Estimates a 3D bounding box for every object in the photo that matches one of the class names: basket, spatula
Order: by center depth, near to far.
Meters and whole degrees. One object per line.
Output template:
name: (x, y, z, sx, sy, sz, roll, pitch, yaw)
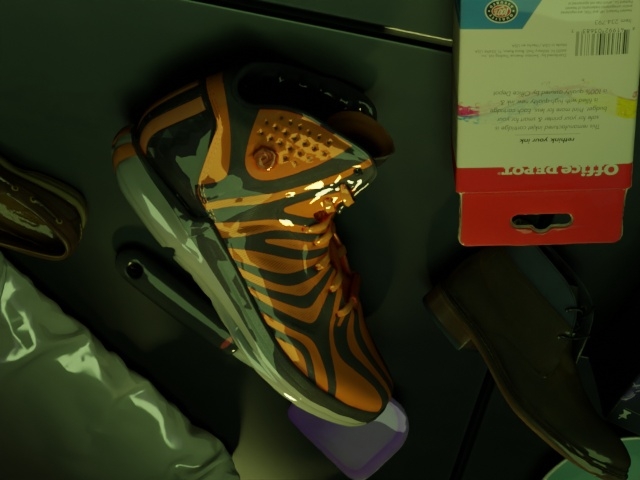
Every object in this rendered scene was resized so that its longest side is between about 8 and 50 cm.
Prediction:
basket: (-0.263, 0.252, 1.462, 0.266, 0.328, 0.331, -34, 118, 23)
spatula: (-0.050, 0.095, 1.538, 0.296, 0.030, 0.084, 37, 113, -21)

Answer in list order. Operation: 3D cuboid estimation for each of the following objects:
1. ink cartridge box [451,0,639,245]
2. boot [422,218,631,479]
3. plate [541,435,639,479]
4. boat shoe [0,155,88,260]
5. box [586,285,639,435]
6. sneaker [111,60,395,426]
ink cartridge box: (0.166, -0.112, 1.387, 0.134, 0.078, 0.231, -1, 122, -1)
boot: (0.187, 0.086, 1.464, 0.219, 0.082, 0.106, 46, 106, 16)
plate: (0.272, 0.242, 1.645, 0.188, 0.024, 0.188, -1, 122, -2)
boat shoe: (-0.265, -0.033, 1.433, 0.178, 0.060, 0.064, 21, 119, -14)
box: (0.381, 0.105, 1.520, 0.261, 0.103, 0.184, 25, 121, -16)
sneaker: (0.000, 0.000, 1.425, 0.180, 0.125, 0.321, -31, 118, 17)
